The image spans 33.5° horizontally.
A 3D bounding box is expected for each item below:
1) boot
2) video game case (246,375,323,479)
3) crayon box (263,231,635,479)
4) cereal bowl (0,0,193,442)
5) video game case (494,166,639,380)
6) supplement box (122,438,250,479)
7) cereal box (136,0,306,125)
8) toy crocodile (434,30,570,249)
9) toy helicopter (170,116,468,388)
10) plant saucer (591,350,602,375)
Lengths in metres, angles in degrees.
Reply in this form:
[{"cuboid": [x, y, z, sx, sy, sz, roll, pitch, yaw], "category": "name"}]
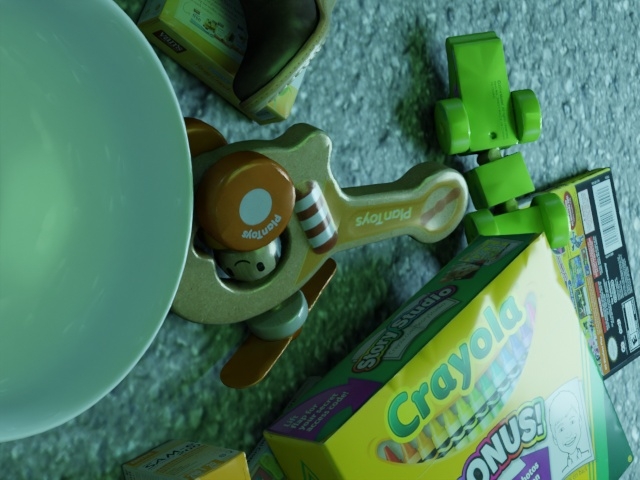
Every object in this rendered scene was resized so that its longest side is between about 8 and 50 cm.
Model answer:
[{"cuboid": [-0.077, -0.259, 0.967, 0.207, 0.090, 0.248, 36, 63, -20], "category": "boot"}, {"cuboid": [-0.004, 0.279, 1.071, 0.193, 0.023, 0.212, -50, 119, -35], "category": "video game case"}, {"cuboid": [0.155, 0.216, 1.119, 0.363, 0.106, 0.313, -39, 114, -32], "category": "crayon box"}, {"cuboid": [-0.256, -0.032, 0.756, 0.339, 0.141, 0.339, -8, 101, -52], "category": "cereal bowl"}, {"cuboid": [0.340, 0.060, 1.421, 0.248, 0.035, 0.275, -21, 101, -44], "category": "video game case"}, {"cuboid": [-0.116, 0.204, 0.917, 0.062, 0.098, 0.036, -22, 105, -44], "category": "supplement box"}, {"cuboid": [-0.066, -0.259, 1.048, 0.173, 0.047, 0.240, 36, 62, -35], "category": "cereal box"}, {"cuboid": [0.208, -0.079, 1.263, 0.115, 0.105, 0.340, -14, 91, -9], "category": "toy crocodile"}, {"cuboid": [0.000, 0.000, 1.018, 0.355, 0.140, 0.235, -11, 116, -33], "category": "toy helicopter"}, {"cuboid": [0.274, 0.211, 1.305, 0.241, 0.037, 0.241, -2, 93, -34], "category": "plant saucer"}]
